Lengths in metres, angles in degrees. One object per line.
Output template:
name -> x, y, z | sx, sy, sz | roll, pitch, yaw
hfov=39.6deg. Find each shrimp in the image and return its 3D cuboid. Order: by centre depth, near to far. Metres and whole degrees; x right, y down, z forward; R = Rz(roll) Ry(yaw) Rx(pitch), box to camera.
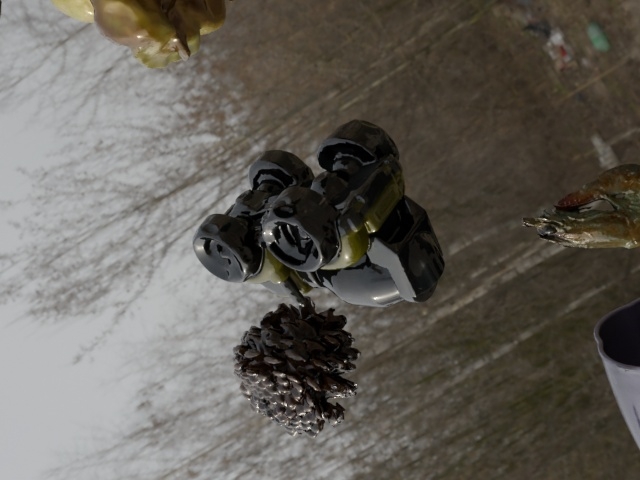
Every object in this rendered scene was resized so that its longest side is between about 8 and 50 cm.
shrimp -> 0.335, -0.036, 1.065 | 0.042, 0.190, 0.101 | -91, -8, -83

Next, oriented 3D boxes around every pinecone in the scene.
pinecone -> -0.030, 0.200, 1.436 | 0.221, 0.221, 0.221 | 55, -167, -18

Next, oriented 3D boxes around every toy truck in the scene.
toy truck -> 0.000, 0.000, 0.856 | 0.165, 0.224, 0.147 | 54, -130, -22

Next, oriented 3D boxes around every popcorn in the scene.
popcorn -> -0.137, -0.264, 0.682 | 0.191, 0.190, 0.254 | 177, 93, -85

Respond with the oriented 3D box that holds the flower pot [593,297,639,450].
flower pot -> 0.574, 0.233, 1.356 | 0.265, 0.265, 0.243 | -80, -28, -72
